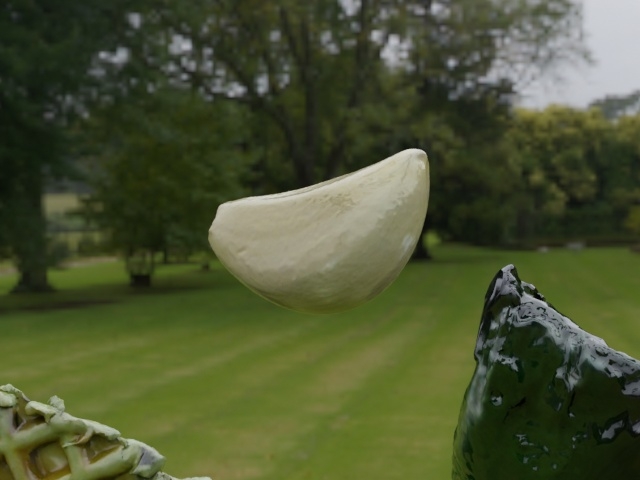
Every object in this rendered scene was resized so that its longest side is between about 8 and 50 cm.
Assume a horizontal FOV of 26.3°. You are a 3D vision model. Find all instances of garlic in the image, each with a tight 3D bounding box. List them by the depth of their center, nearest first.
[{"bbox_3d":[0.000,0.000,0.484,0.083,0.053,0.041,-10,-16,18],"label":"garlic"}]

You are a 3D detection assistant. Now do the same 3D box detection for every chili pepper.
[{"bbox_3d":[0.187,0.116,0.600,0.265,0.148,0.116,12,42,-3],"label":"chili pepper"}]

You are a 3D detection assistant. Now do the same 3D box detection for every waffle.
[{"bbox_3d":[-0.170,0.180,0.773,0.214,0.207,0.054,24,14,4],"label":"waffle"}]
